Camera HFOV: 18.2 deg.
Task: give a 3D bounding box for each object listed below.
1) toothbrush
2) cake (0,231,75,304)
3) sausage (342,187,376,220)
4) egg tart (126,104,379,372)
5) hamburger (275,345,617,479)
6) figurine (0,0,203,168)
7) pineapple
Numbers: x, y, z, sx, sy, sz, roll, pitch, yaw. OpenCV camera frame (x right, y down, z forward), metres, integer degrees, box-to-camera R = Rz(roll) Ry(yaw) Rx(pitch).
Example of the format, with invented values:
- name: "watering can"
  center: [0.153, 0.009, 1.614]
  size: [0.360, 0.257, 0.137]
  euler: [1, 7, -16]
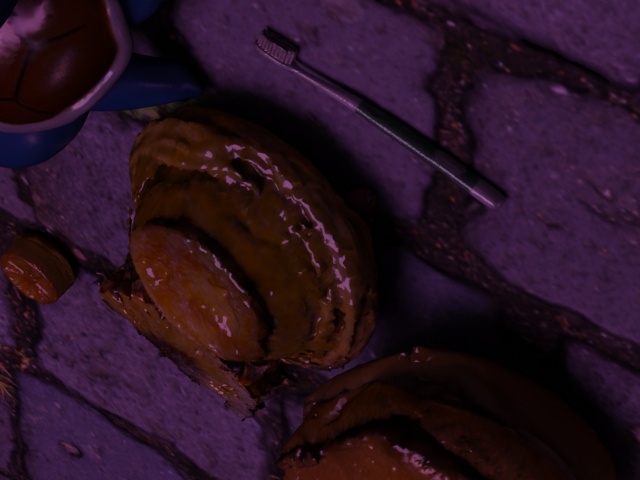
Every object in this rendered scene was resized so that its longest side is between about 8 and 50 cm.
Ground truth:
- name: "toothbrush"
  center: [0.050, -0.103, 1.701]
  size: [0.257, 0.018, 0.024]
  euler: [36, 140, 9]
- name: "cake"
  center: [-0.309, 0.030, 2.188]
  size: [0.084, 0.044, 0.084]
  euler: [27, 146, 20]
- name: "sausage"
  center: [0.000, 0.000, 1.859]
  size: [0.029, 0.029, 0.223]
  euler: [43, 147, -3]
- name: "egg tart"
  center: [-0.081, 0.016, 1.826]
  size: [0.294, 0.123, 0.294]
  euler: [30, 143, 26]
- name: "hamburger"
  center: [0.116, 0.227, 1.852]
  size: [0.284, 0.174, 0.304]
  euler: [39, 144, -19]
- name: "figurine"
  center: [-0.240, -0.205, 1.730]
  size: [0.298, 0.243, 0.416]
  euler: [28, 167, 2]
- name: "pineapple"
  center: [-0.113, 0.087, 2.037]
  size: [0.233, 0.079, 0.135]
  euler: [43, 156, -15]
